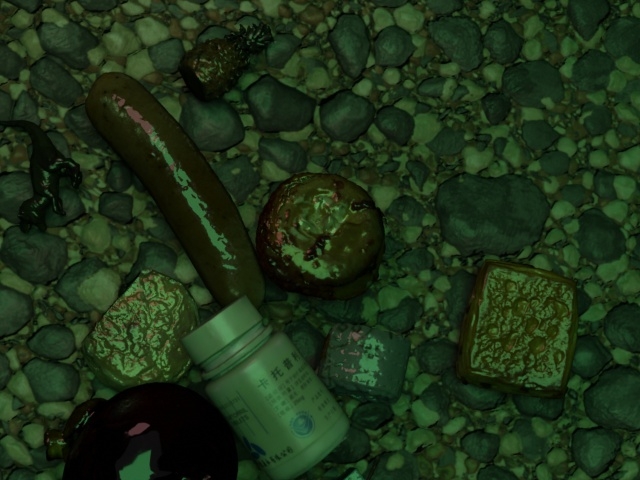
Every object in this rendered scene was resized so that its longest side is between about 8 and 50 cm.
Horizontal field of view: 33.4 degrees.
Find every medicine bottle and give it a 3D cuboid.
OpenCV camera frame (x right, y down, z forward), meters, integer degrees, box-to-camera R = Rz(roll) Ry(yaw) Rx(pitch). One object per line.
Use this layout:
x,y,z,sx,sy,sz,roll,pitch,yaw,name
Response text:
-0.095,0.244,1.779,0.170,0.170,0.293,-37,92,-13,medicine bottle

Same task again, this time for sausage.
-0.241,-0.088,1.866,0.136,0.123,0.501,-36,87,15,sausage

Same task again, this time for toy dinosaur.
-0.511,-0.116,1.852,0.179,0.087,0.187,20,76,-6,toy dinosaur

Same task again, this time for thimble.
0.075,0.216,1.855,0.151,0.127,0.118,11,75,7,thimble

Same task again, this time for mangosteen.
-0.280,0.376,1.711,0.297,0.293,0.297,8,75,-34,mangosteen

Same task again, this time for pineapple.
-0.163,-0.334,1.946,0.197,0.108,0.108,-38,87,-25,pineapple

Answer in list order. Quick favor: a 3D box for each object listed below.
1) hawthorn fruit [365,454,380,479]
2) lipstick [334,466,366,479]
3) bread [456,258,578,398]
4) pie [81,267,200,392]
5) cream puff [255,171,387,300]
-0.033,0.510,1.716,0.231,0.263,0.235,-12,83,-53,hawthorn fruit
0.132,0.536,1.835,0.068,0.066,0.317,-38,87,-14,lipstick
0.358,0.160,1.929,0.210,0.099,0.235,11,83,-4,bread
-0.300,0.167,1.848,0.185,0.052,0.218,39,74,2,pie
0.000,-0.001,1.869,0.240,0.164,0.240,6,60,-10,cream puff
